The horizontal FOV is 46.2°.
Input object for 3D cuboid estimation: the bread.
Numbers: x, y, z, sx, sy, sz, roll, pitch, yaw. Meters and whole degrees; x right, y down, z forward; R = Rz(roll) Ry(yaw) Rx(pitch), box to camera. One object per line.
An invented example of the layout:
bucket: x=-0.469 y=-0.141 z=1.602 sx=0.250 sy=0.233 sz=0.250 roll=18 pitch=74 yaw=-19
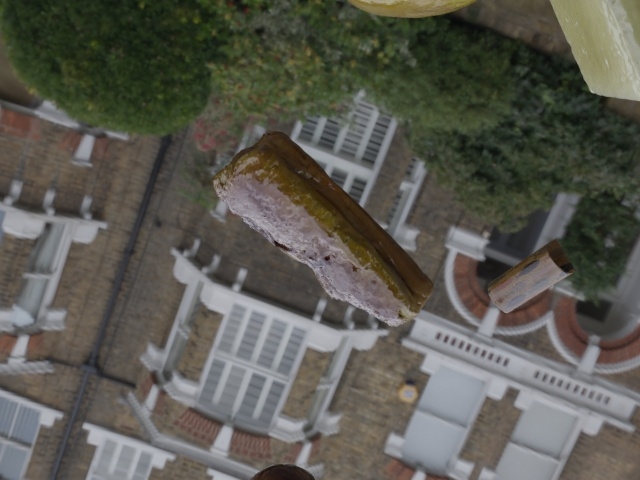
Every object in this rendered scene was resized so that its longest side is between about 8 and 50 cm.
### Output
bread: x=0.000 y=0.000 z=1.194 sx=0.380 sy=0.109 sz=0.185 roll=44 pitch=145 yaw=-15

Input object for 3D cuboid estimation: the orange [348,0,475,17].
orange: x=0.096 y=-0.374 z=0.801 sx=0.279 sy=0.235 sz=0.279 roll=46 pitch=160 yaw=22

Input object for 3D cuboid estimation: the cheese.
cheese: x=0.474 y=-0.369 z=1.201 sx=0.265 sy=0.124 sz=0.242 roll=60 pitch=-173 yaw=-15

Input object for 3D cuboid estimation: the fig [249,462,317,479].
fig: x=-0.087 y=0.544 z=1.498 sx=0.205 sy=0.205 sz=0.205 roll=20 pitch=-169 yaw=-4

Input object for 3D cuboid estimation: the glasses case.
glasses case: x=0.362 y=0.066 z=1.309 sx=0.041 sy=0.170 sz=0.064 roll=-18 pitch=-107 yaw=-35
